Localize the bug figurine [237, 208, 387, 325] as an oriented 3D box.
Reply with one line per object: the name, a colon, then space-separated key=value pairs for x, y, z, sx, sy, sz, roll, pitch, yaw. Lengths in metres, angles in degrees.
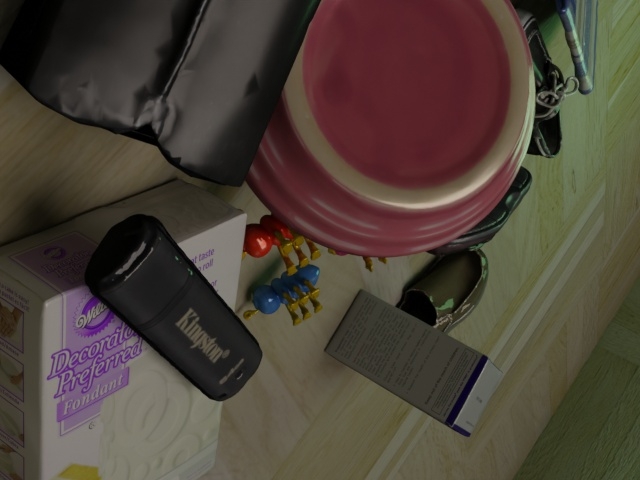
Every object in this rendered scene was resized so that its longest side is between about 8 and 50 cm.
bug figurine: x=0.000 y=0.000 z=1.047 sx=0.216 sy=0.072 sz=0.279 roll=-29 pitch=161 yaw=-12

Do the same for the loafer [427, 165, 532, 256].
loafer: x=0.247 y=-0.033 z=1.496 sx=0.302 sy=0.109 sz=0.095 roll=-35 pitch=146 yaw=-46

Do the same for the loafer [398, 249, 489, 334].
loafer: x=0.188 y=0.101 z=1.518 sx=0.251 sy=0.094 sz=0.087 roll=-53 pitch=155 yaw=-17

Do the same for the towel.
towel: x=0.386 y=-0.367 z=1.424 sx=0.285 sy=0.034 sz=0.209 roll=36 pitch=58 yaw=-62

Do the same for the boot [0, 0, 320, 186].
boot: x=0.010 y=-0.242 z=0.740 sx=0.367 sy=0.146 sz=0.445 roll=25 pitch=89 yaw=-23

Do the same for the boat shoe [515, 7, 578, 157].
boat shoe: x=0.334 y=-0.230 z=1.459 sx=0.113 sy=0.105 sz=0.306 roll=-50 pitch=150 yaw=-22

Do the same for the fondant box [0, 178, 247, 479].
fondant box: x=-0.198 y=0.132 z=0.897 sx=0.238 sy=0.096 sz=0.330 roll=-28 pitch=136 yaw=-47

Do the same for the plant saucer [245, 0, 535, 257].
plant saucer: x=0.069 y=-0.150 z=0.888 sx=0.332 sy=0.084 sz=0.332 roll=0 pitch=89 yaw=-20

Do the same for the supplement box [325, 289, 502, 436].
supplement box: x=0.136 y=0.177 z=1.364 sx=0.114 sy=0.220 sz=0.111 roll=-60 pitch=153 yaw=-6

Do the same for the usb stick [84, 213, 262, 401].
usb stick: x=-0.119 y=0.069 z=0.824 sx=0.077 sy=0.045 sz=0.278 roll=-55 pitch=151 yaw=-16
